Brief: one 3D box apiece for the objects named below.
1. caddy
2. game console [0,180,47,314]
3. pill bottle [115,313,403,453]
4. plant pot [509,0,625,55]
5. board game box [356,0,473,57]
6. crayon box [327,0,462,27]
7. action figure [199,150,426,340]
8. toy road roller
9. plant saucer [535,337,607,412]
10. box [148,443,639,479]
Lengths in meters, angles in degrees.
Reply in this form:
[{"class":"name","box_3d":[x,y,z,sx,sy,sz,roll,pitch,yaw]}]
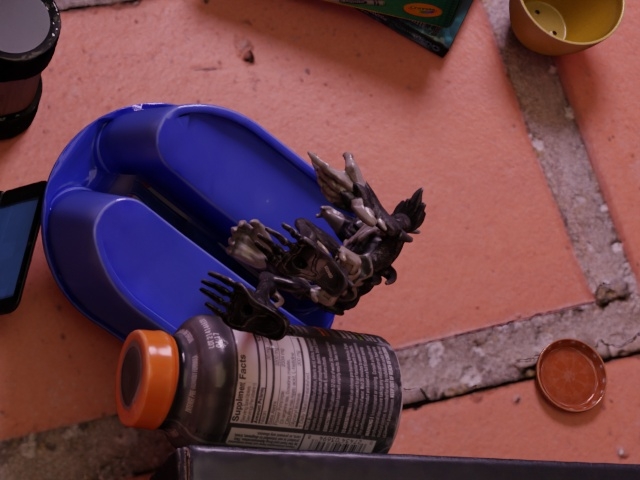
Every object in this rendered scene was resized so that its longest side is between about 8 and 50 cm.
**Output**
[{"class":"caddy","box_3d":[-0.112,0.009,1.668,0.341,0.179,0.241,38,73,-20]},{"class":"game console","box_3d":[-0.347,0.001,1.653,0.124,0.085,0.144,16,66,-11]},{"class":"pill bottle","box_3d":[-0.059,0.136,1.519,0.246,0.130,0.130,9,68,-24]},{"class":"plant pot","box_3d":[0.271,-0.267,1.938,0.134,0.095,0.134,6,69,-16]},{"class":"board game box","box_3d":[0.128,-0.318,1.950,0.126,0.026,0.186,29,65,-4]},{"class":"crayon box","box_3d":[0.032,-0.355,1.882,0.278,0.081,0.165,12,65,-3]},{"class":"action figure","box_3d":[0.000,0.000,1.526,0.141,0.164,0.276,47,22,8]},{"class":"toy road roller","box_3d":[-0.413,-0.245,1.658,0.241,0.202,0.329,-15,76,-22]},{"class":"plant saucer","box_3d":[0.274,0.148,1.830,0.083,0.013,0.083,6,68,-15]},{"class":"box","box_3d":[0.076,0.448,1.502,0.480,0.297,0.471,5,71,-15]}]
